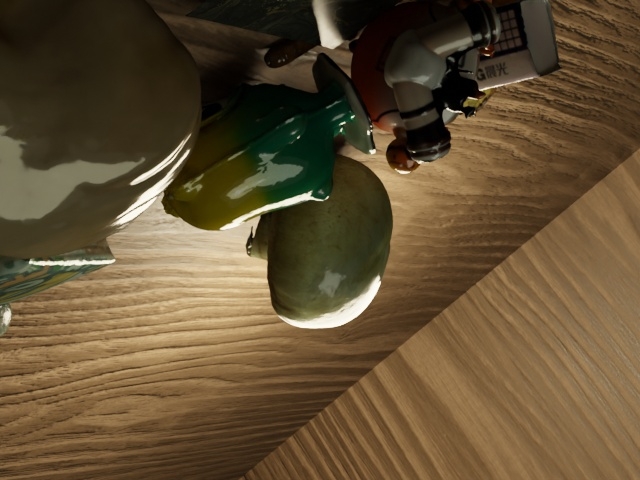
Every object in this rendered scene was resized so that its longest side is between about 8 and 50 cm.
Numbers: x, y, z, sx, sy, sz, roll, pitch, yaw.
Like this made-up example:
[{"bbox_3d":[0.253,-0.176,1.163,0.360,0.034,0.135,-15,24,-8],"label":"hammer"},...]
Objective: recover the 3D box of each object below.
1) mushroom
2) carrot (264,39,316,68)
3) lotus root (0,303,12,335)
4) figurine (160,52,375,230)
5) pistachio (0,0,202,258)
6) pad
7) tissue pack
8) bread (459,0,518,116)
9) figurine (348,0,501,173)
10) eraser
[{"bbox_3d":[0.000,0.000,2.508,0.352,0.260,0.352,17,90,-77],"label":"mushroom"},{"bbox_3d":[-0.018,-0.317,2.094,0.165,0.036,0.036,-31,160,-17],"label":"carrot"},{"bbox_3d":[-0.567,0.115,2.172,0.088,0.088,0.165,-39,150,14],"label":"lotus root"},{"bbox_3d":[-0.098,-0.137,2.097,0.340,0.231,0.323,-29,177,-9],"label":"figurine"},{"bbox_3d":[-0.327,-0.157,1.597,0.445,0.281,0.365,-6,108,-49],"label":"pistachio"},{"bbox_3d":[0.008,-0.361,1.904,0.247,0.007,0.367,-31,163,30],"label":"pad"},{"bbox_3d":[-0.461,0.018,1.882,0.228,0.128,0.311,-19,177,12],"label":"tissue pack"},{"bbox_3d":[0.281,-0.349,2.338,0.129,0.134,0.260,-12,146,-41],"label":"bread"},{"bbox_3d":[0.153,-0.269,2.080,0.320,0.196,0.323,-65,-167,4],"label":"figurine"},{"bbox_3d":[0.259,-0.312,2.209,0.086,0.130,0.287,-18,-174,-41],"label":"eraser"}]
